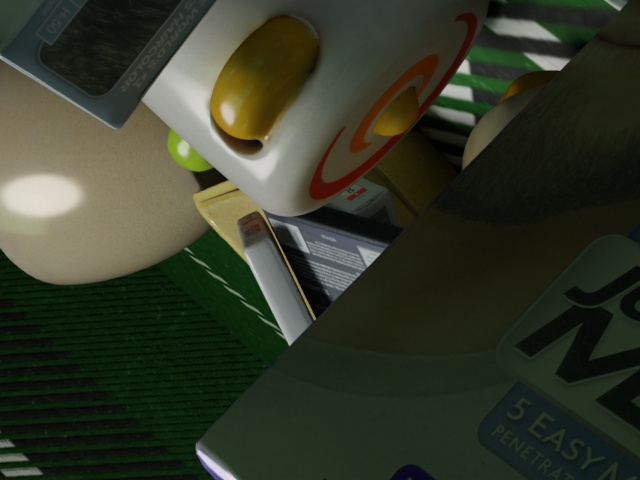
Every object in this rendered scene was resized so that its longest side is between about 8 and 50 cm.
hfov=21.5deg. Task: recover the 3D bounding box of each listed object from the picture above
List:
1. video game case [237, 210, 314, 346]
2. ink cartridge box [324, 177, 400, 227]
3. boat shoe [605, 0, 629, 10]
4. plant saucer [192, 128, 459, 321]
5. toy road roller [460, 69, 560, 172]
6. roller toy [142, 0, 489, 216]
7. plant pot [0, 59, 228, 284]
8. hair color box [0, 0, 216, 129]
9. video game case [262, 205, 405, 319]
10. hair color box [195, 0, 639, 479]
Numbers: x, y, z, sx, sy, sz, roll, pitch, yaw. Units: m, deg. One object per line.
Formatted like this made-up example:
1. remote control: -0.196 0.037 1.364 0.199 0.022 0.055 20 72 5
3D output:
1. video game case: -0.005 0.089 1.354 0.227 0.026 0.206 63 179 -8
2. ink cartridge box: 0.000 0.000 1.317 0.179 0.045 0.145 23 142 45
3. boat shoe: 0.105 -0.155 0.732 0.258 0.084 0.095 36 167 36
4. plant saucer: 0.081 0.033 1.436 0.332 0.081 0.333 47 156 -13
5. toy road roller: 0.169 0.084 0.999 0.241 0.202 0.329 13 134 -9
6. roller toy: -0.001 -0.116 0.986 0.146 0.191 0.209 42 166 12
7. plant pot: -0.171 -0.099 1.610 0.191 0.284 0.284 -1 144 30
8. hair color box: -0.194 -0.245 0.937 0.374 0.185 0.113 40 -176 31
9. video game case: 0.064 0.098 1.241 0.196 0.026 0.274 18 139 59
10. hair color box: 0.148 0.010 0.515 0.185 0.339 0.110 34 164 44
